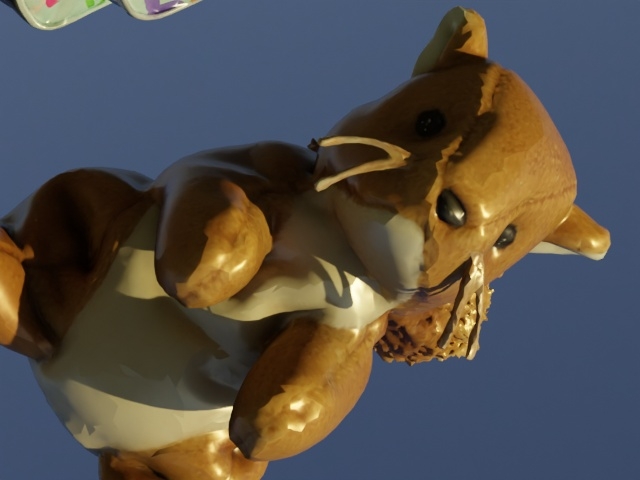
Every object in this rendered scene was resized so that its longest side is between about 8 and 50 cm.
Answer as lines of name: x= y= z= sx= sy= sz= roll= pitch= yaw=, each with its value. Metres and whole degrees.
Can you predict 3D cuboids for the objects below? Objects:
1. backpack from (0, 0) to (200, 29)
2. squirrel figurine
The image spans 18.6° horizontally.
backpack: x=-0.079 y=-0.247 z=1.028 sx=0.191 sy=0.225 sz=0.253 roll=29 pitch=-135 yaw=34
squirrel figurine: x=0.000 y=0.000 z=1.312 sx=0.370 sy=0.281 sz=0.397 roll=-34 pitch=180 yaw=17
